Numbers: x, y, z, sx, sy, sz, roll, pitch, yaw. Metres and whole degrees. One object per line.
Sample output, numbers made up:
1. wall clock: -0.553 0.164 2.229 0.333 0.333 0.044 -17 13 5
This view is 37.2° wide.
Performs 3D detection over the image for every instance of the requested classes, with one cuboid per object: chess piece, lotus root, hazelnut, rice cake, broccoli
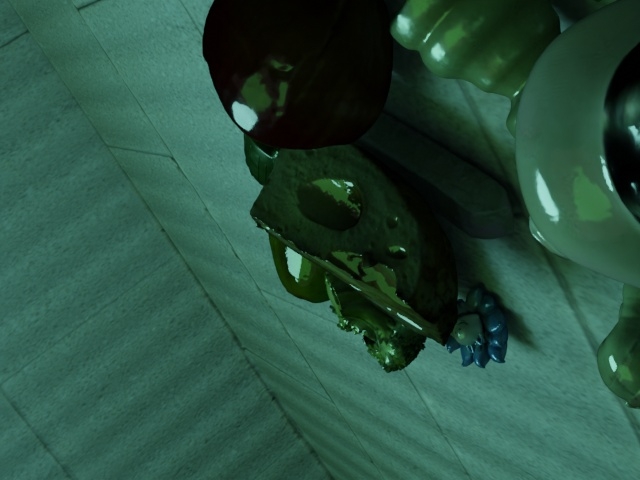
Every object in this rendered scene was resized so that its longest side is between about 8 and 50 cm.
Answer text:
1. chess piece: 0.183 -0.134 0.788 0.243 0.133 0.133 47 163 2
2. lotus root: 0.053 -0.014 1.142 0.314 0.142 0.210 34 174 24
3. hazelnut: -0.022 -0.218 1.035 0.229 0.229 0.229 46 162 19
4. rice cake: 0.085 -0.110 1.185 0.399 0.064 0.070 37 165 40
5. broccoli: 0.091 0.050 1.307 0.198 0.176 0.226 34 161 46

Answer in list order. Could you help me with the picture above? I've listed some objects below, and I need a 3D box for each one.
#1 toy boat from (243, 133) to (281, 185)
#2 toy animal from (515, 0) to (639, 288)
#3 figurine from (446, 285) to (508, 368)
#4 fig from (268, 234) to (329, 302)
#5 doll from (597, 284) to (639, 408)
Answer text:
1. toy boat: -0.095 -0.141 1.622 0.104 0.052 0.210 46 164 13
2. toy animal: 0.257 -0.065 0.610 0.213 0.212 0.266 56 167 -14
3. figurine: 0.216 0.127 1.295 0.079 0.114 0.114 5 -155 -46
4. fig: 0.000 0.000 1.463 0.181 0.191 0.181 18 174 2
5. doll: 0.368 0.159 0.904 0.275 0.113 0.155 48 160 17
